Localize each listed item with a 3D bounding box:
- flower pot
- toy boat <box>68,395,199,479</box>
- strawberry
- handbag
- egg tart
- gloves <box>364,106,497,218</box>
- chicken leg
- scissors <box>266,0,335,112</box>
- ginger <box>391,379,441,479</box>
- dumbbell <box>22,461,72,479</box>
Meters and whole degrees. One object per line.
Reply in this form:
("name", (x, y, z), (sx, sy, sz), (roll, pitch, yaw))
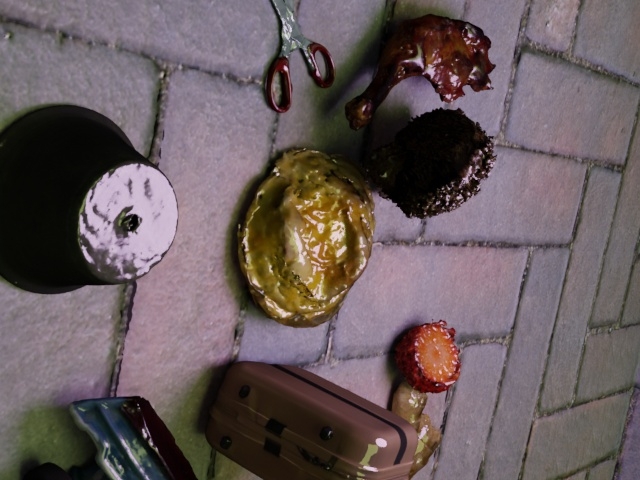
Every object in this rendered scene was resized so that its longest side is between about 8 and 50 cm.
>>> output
("flower pot", (-0.264, -0.035, 0.993), (0.235, 0.148, 0.235), (-19, 116, -45))
("toy boat", (-0.258, 0.324, 1.148), (0.142, 0.129, 0.309), (-23, 123, -2))
("strawberry", (0.208, 0.229, 1.639), (0.145, 0.086, 0.145), (15, 59, -26))
("handbag", (0.007, 0.300, 1.299), (0.283, 0.302, 0.149), (21, 88, -55))
("egg tart", (0.000, 0.000, 1.325), (0.297, 0.132, 0.297), (-11, 105, -44))
("gloves", (0.169, -0.126, 1.353), (0.210, 0.312, 0.135), (-31, 102, -8))
("chicken leg", (0.163, -0.291, 1.414), (0.407, 0.096, 0.158), (-28, 109, -44))
("scissors", (-0.047, -0.323, 1.241), (0.144, 0.017, 0.247), (-36, 126, -36))
("ginger", (0.164, 0.442, 1.681), (0.148, 0.081, 0.333), (22, 84, -45))
("dumbbell", (-0.390, 0.351, 1.016), (0.191, 0.100, 0.100), (-22, 118, -44))
